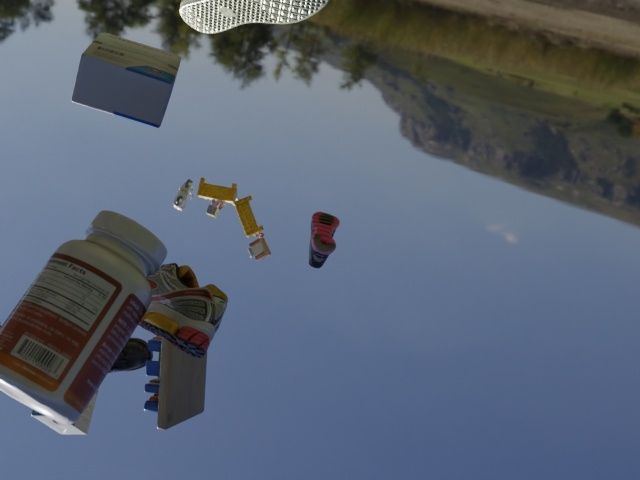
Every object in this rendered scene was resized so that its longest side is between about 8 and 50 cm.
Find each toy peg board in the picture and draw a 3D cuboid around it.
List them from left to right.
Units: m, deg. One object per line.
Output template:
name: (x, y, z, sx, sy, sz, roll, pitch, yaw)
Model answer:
toy peg board: (-0.266, 0.230, 1.478, 0.079, 0.161, 0.161, 3, -179, 16)

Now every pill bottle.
pill bottle: (-0.261, 0.079, 0.925, 0.121, 0.216, 0.121, 24, 156, 12)

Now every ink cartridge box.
ink cartridge box: (-0.472, 0.265, 1.617, 0.062, 0.181, 0.104, -5, 147, 17)
ink cartridge box: (-0.320, -0.273, 1.424, 0.148, 0.085, 0.203, 16, -160, -11)

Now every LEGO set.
LEGO set: (-0.222, -0.066, 2.143, 0.287, 0.132, 0.107, 33, 175, 6)

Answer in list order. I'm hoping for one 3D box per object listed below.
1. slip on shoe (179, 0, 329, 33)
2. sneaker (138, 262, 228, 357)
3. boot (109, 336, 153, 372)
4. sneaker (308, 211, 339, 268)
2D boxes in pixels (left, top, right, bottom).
slip on shoe: (-0.114, -0.449, 1.517, 0.331, 0.101, 0.123, 1, 150, 39)
sneaker: (-0.200, 0.073, 1.089, 0.225, 0.092, 0.088, 19, 159, 39)
boot: (-0.583, 0.338, 2.176, 0.263, 0.091, 0.229, -12, -169, 16)
sneaker: (0.000, 0.000, 1.333, 0.047, 0.057, 0.119, 17, -146, -3)
